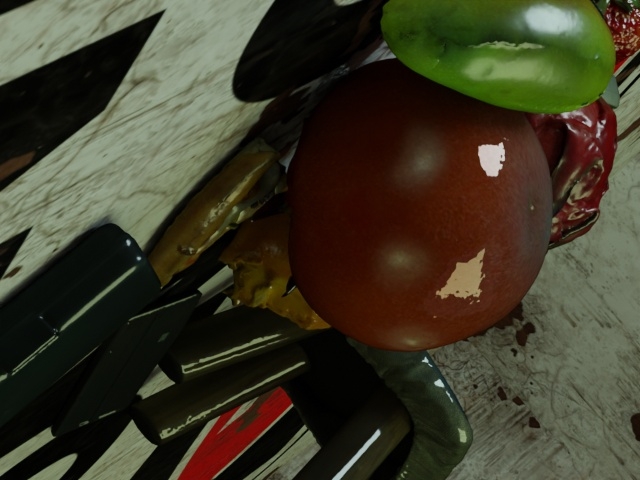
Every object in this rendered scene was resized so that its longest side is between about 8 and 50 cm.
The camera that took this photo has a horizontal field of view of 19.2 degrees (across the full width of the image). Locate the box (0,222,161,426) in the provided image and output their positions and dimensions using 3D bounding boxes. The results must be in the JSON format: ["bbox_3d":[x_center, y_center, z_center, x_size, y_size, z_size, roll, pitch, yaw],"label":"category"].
[{"bbox_3d":[-0.230,0.083,1.512,0.230,0.050,0.160,-40,171,-6],"label":"box"}]

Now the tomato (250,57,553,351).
[{"bbox_3d":[0.080,-0.029,1.630,0.225,0.255,0.256,3,-167,26],"label":"tomato"}]

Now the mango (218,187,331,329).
[{"bbox_3d":[0.000,0.000,1.833,0.252,0.126,0.153,-43,157,-58],"label":"mango"}]

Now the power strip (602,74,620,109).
[{"bbox_3d":[0.295,-0.176,2.324,0.118,0.046,0.270,-11,179,15],"label":"power strip"}]

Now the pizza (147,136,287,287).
[{"bbox_3d":[-0.078,-0.026,1.664,0.185,0.036,0.176,-44,171,21],"label":"pizza"}]

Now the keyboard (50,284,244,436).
[{"bbox_3d":[-0.177,0.104,1.856,0.103,0.041,0.381,-20,167,-32],"label":"keyboard"}]

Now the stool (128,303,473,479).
[{"bbox_3d":[-0.026,0.194,2.066,0.226,0.310,0.310,-37,167,-23],"label":"stool"}]

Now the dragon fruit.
[{"bbox_3d":[0.194,-0.109,1.849,0.293,0.234,0.234,-63,172,-5],"label":"dragon fruit"}]

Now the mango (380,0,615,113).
[{"bbox_3d":[0.147,-0.169,1.533,0.233,0.125,0.111,7,130,-35],"label":"mango"}]

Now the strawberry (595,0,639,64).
[{"bbox_3d":[0.349,-0.251,2.274,0.147,0.082,0.187,-32,174,-14],"label":"strawberry"}]
